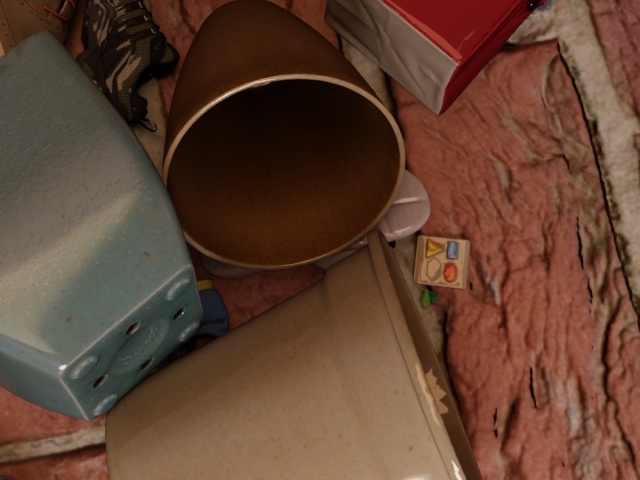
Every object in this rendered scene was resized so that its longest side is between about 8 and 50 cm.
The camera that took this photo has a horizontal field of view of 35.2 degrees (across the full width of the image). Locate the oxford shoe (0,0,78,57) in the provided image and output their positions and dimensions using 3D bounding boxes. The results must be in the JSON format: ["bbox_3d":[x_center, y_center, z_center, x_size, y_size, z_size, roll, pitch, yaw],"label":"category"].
[{"bbox_3d":[-0.320,-0.284,1.127,0.130,0.123,0.348,-14,79,13],"label":"oxford shoe"}]

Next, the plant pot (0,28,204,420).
[{"bbox_3d":[-0.243,0.016,0.928,0.252,0.248,0.247,42,70,17],"label":"plant pot"}]

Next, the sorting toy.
[{"bbox_3d":[0.137,0.037,1.141,0.062,0.012,0.083,7,78,0],"label":"sorting toy"}]

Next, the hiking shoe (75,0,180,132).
[{"bbox_3d":[-0.218,-0.236,1.165,0.114,0.086,0.227,12,80,-16],"label":"hiking shoe"}]

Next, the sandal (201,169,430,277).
[{"bbox_3d":[-0.001,-0.009,1.123,0.265,0.076,0.102,-15,56,17],"label":"sandal"}]

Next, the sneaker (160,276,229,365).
[{"bbox_3d":[-0.201,0.109,1.093,0.209,0.069,0.082,-18,83,-5],"label":"sneaker"}]

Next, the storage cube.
[{"bbox_3d":[0.132,-0.290,1.121,0.215,0.183,0.193,40,82,6],"label":"storage cube"}]

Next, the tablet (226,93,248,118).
[{"bbox_3d":[-0.125,-0.165,1.180,0.054,0.006,0.083,-25,81,-6],"label":"tablet"}]

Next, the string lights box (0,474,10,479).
[{"bbox_3d":[-0.364,0.385,1.030,0.133,0.077,0.259,34,80,7],"label":"string lights box"}]

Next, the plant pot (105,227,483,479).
[{"bbox_3d":[-0.024,0.198,0.974,0.305,0.334,0.333,-22,80,6],"label":"plant pot"}]

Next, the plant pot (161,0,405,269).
[{"bbox_3d":[-0.058,-0.142,1.055,0.237,0.237,0.254,-13,45,-4],"label":"plant pot"}]
